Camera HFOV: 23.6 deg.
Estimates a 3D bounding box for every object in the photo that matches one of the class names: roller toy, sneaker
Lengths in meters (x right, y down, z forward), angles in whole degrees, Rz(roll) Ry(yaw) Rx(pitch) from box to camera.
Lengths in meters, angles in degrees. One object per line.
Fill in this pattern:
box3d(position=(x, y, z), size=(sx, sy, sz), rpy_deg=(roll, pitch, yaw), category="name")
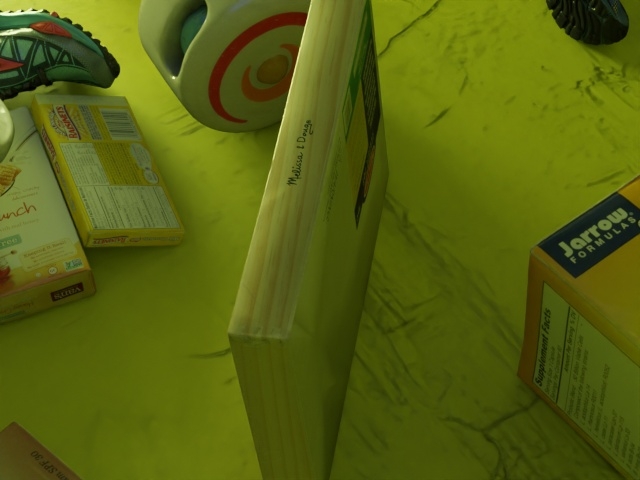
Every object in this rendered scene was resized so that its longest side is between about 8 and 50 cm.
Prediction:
box3d(position=(-0.078, -0.213, 1.594), size=(0.191, 0.209, 0.146), rpy_deg=(-33, 57, -6), category="roller toy")
box3d(position=(0.291, -0.307, 1.725), size=(0.087, 0.083, 0.221), rpy_deg=(-15, 55, -18), category="sneaker")
box3d(position=(-0.343, -0.179, 1.655), size=(0.262, 0.104, 0.125), rpy_deg=(10, 70, 15), category="sneaker")

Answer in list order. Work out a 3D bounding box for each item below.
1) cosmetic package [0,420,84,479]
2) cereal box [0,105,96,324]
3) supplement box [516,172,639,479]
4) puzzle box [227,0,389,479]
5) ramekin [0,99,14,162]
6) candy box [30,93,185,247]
box3d(position=(-0.301, 0.307, 1.229), size=(0.153, 0.129, 0.296), rpy_deg=(34, 61, 24), category="cosmetic package")
box3d(position=(-0.342, -0.019, 1.540), size=(0.173, 0.047, 0.240), rpy_deg=(-19, 53, -12), category="cereal box")
box3d(position=(0.359, 0.124, 1.303), size=(0.195, 0.194, 0.356), rpy_deg=(-32, 57, -21), category="supplement box")
box3d(position=(0.000, 0.000, 1.372), size=(0.052, 0.272, 0.408), rpy_deg=(4, 51, 11), category="puzzle box")
box3d(position=(-0.434, -0.097, 1.433), size=(0.273, 0.127, 0.273), rpy_deg=(23, 23, -11), category="ramekin")
box3d(position=(-0.219, -0.074, 1.570), size=(0.105, 0.027, 0.206), rpy_deg=(-3, 47, -29), category="candy box")
